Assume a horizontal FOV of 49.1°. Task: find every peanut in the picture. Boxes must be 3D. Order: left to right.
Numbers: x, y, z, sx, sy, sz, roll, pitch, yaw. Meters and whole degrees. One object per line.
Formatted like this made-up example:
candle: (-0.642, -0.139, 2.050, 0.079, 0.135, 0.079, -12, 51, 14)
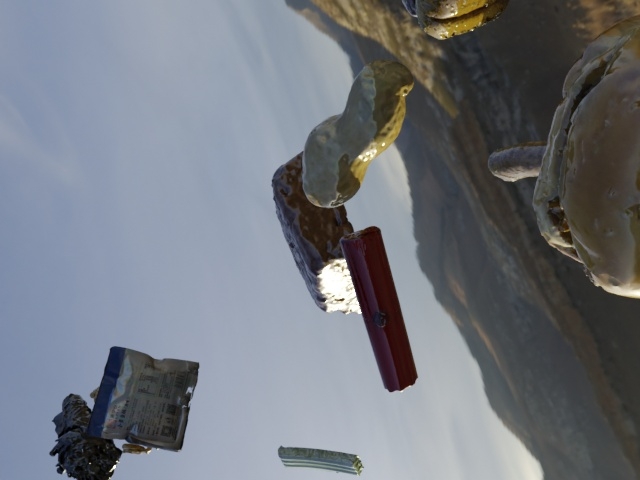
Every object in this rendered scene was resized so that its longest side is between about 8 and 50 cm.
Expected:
peanut: (0.052, -0.161, 1.083, 0.117, 0.263, 0.101, 35, -149, -7)

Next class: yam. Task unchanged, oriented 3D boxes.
yam: (0.439, -0.161, 1.307, 0.081, 0.081, 0.356, 65, 161, -7)

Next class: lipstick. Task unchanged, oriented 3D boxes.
lipstick: (0.102, 0.116, 1.185, 0.073, 0.073, 0.280, -65, -41, -75)

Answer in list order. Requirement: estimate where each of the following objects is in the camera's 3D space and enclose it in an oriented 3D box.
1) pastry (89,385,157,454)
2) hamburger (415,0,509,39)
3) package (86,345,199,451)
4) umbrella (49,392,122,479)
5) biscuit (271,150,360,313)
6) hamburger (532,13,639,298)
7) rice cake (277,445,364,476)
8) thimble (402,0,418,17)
pastry: (-0.502, 0.476, 1.896, 0.250, 0.154, 0.102, 47, 148, 4)
hamburger: (0.244, -0.437, 1.145, 0.130, 0.183, 0.206, 46, 153, 44)
package: (-0.320, 0.286, 1.278, 0.027, 0.173, 0.171, 113, 168, -62)
umbrella: (-0.572, 0.456, 1.632, 0.154, 0.128, 0.336, 21, -177, -42)
biscuit: (0.000, 0.000, 1.850, 0.343, 0.166, 0.395, 60, 172, 31)
hamburger: (0.399, -0.089, 0.756, 0.174, 0.284, 0.305, -106, 21, -67)
rice cake: (-0.001, 0.617, 1.962, 0.127, 0.237, 0.043, 71, -153, -53)
thimble: (0.271, -0.628, 1.741, 0.150, 0.150, 0.098, 60, -159, -29)
